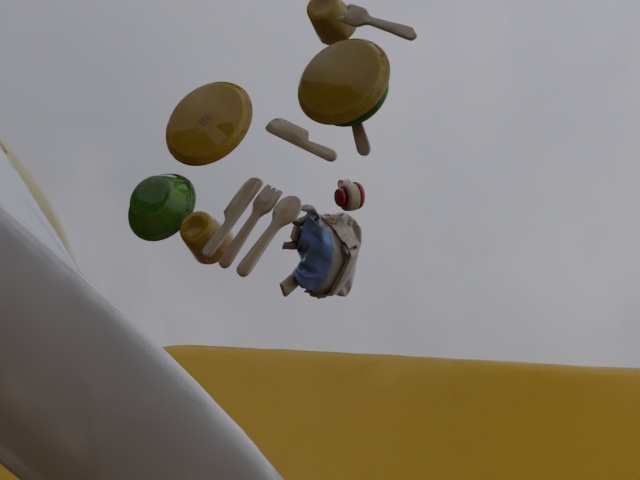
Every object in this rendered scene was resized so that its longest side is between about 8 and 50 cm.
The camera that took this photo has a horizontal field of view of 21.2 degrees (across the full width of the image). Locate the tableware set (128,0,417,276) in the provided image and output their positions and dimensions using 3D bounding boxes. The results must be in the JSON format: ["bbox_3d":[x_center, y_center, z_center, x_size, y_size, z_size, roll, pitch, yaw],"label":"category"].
[{"bbox_3d":[-0.025,-0.054,0.830,0.104,0.154,0.024,27,-13,36],"label":"tableware set"}]

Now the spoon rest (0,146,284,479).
[{"bbox_3d":[-0.107,-0.004,0.481,0.276,0.084,0.137,30,-16,33],"label":"spoon rest"}]

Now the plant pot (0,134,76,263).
[{"bbox_3d":[-0.176,0.015,0.853,0.134,0.134,0.095,26,-8,43],"label":"plant pot"}]

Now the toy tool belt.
[{"bbox_3d":[0.000,0.000,1.177,0.052,0.051,0.083,43,-50,51],"label":"toy tool belt"}]

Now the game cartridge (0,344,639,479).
[{"bbox_3d":[0.010,0.168,0.582,0.324,0.285,0.052,2,-36,13],"label":"game cartridge"}]
